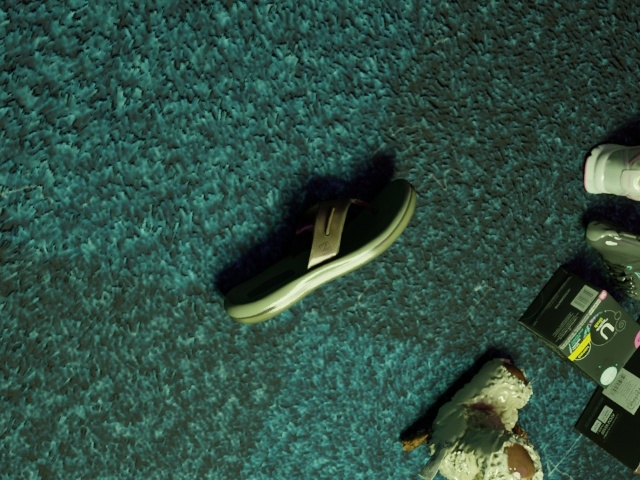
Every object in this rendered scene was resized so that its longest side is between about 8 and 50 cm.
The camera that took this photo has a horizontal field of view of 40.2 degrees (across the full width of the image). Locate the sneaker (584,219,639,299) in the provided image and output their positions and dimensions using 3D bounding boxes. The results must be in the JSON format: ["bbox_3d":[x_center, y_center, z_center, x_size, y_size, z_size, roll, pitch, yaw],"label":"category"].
[{"bbox_3d":[0.526,0.045,1.449,0.267,0.101,0.106,21,101,-32],"label":"sneaker"}]

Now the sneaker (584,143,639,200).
[{"bbox_3d":[0.548,-0.113,1.389,0.252,0.111,0.103,-17,117,-22],"label":"sneaker"}]

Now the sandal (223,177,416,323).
[{"bbox_3d":[-0.001,0.001,1.146,0.303,0.120,0.086,-32,107,-13],"label":"sandal"}]

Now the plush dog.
[{"bbox_3d":[0.273,0.356,1.390,0.211,0.262,0.225,-29,116,24],"label":"plush dog"}]

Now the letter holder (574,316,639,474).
[{"bbox_3d":[0.643,0.271,1.573,0.214,0.152,0.301,25,97,-35],"label":"letter holder"}]

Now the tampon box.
[{"bbox_3d":[0.433,0.144,1.436,0.161,0.101,0.120,37,91,-34],"label":"tampon box"}]
